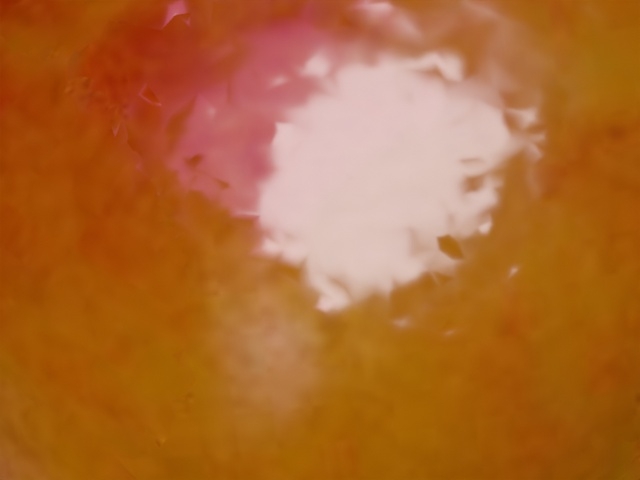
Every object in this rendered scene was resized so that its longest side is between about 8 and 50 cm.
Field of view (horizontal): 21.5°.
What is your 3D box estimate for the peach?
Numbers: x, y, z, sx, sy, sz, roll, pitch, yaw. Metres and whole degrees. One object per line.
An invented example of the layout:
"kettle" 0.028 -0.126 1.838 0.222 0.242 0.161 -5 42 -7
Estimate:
"peach" 0.000 0.000 0.492 0.332 0.308 0.307 -17 56 -10
